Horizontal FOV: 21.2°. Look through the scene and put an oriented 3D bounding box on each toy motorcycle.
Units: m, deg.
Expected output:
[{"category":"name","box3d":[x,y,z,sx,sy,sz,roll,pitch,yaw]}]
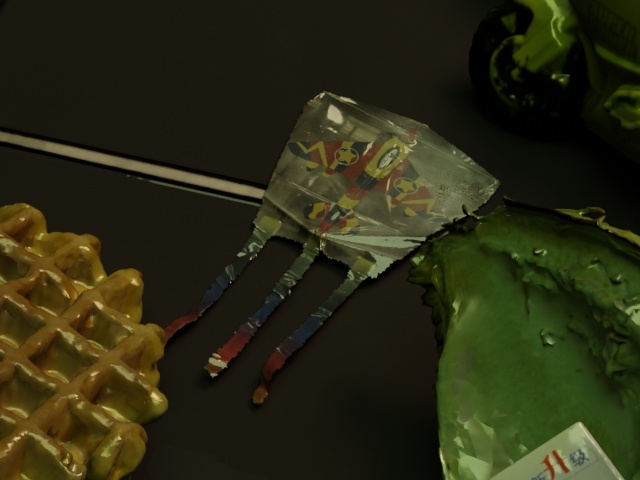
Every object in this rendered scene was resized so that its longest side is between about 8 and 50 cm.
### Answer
[{"category":"toy motorcycle","box3d":[0.258,-0.102,1.031,0.342,0.206,0.142,31,40,20]}]

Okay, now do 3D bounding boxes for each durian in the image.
[{"category":"durian","box3d":[0.167,0.127,0.844,0.163,0.198,0.394,-29,56,-21]}]

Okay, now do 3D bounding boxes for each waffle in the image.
[{"category":"waffle","box3d":[-0.208,0.056,0.923,0.253,0.056,0.249,11,35,-12]}]

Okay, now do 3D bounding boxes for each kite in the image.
[{"category":"kite","box3d":[0.000,-0.001,1.054,0.141,0.015,0.245,26,55,21]}]

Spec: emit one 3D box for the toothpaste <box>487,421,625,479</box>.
[{"category":"toothpaste","box3d":[0.006,0.214,0.785,0.336,0.067,0.081,-33,56,0]}]
